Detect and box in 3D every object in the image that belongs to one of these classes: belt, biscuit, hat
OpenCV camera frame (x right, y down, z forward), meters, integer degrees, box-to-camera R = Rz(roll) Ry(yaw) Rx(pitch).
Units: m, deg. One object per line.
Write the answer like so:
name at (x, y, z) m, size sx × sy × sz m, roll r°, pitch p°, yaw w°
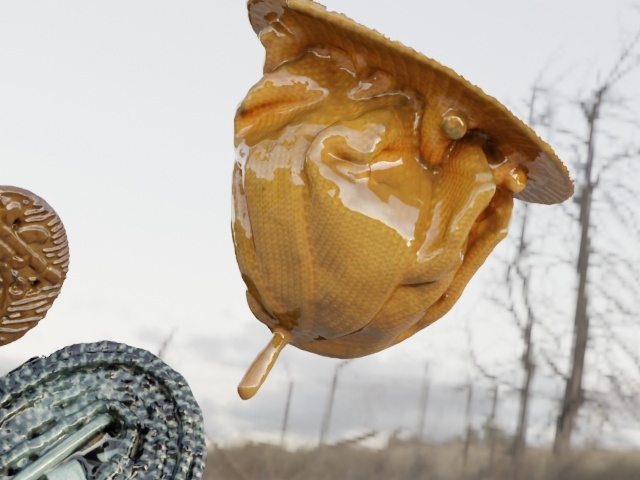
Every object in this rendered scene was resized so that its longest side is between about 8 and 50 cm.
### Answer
belt at (-0.236, 0.231, 1.195) m, size 0.207 × 0.295 × 0.160 m, roll 42°, pitch -31°, yaw 13°
biscuit at (-0.345, 0.031, 1.438) m, size 0.188 × 0.188 × 0.027 m, roll 22°, pitch 6°, yaw -47°
hat at (0.000, 0.000, 0.914) m, size 0.244 × 0.233 × 0.233 m, roll 37°, pitch -12°, yaw -30°
